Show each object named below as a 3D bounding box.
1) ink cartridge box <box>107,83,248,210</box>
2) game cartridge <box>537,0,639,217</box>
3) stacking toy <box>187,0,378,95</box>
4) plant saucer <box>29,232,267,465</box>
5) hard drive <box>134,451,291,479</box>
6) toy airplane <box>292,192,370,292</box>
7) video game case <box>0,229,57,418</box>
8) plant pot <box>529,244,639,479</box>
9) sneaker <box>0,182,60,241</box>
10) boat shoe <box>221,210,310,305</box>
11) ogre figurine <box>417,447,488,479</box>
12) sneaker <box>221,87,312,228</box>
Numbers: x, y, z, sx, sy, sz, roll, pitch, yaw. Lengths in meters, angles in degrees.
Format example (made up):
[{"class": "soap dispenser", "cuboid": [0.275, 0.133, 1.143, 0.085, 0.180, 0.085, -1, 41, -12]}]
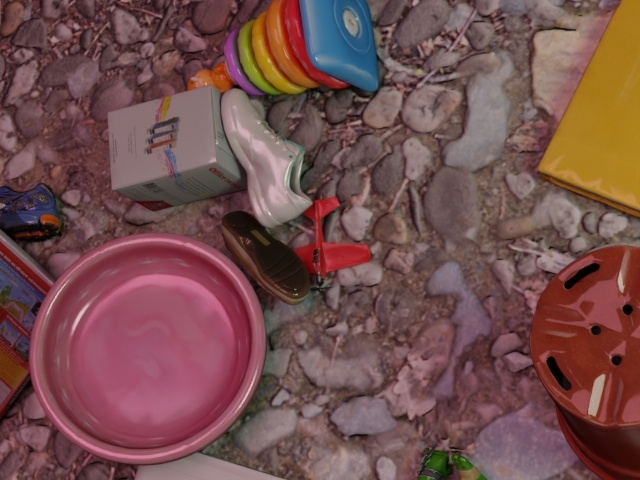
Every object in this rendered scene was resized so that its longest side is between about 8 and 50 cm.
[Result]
[{"class": "ink cartridge box", "cuboid": [-0.204, -0.133, 1.825, 0.176, 0.128, 0.127, -11, 71, 19]}, {"class": "game cartridge", "cuboid": [0.476, -0.176, 1.597, 0.285, 0.053, 0.323, 25, 84, 27]}, {"class": "stacking toy", "cuboid": [-0.075, -0.268, 1.815, 0.302, 0.175, 0.165, -18, 72, 32]}, {"class": "plant saucer", "cuboid": [-0.238, 0.155, 1.745, 0.332, 0.084, 0.332, -2, 69, 4]}, {"class": "hard drive", "cuboid": [-0.186, 0.471, 1.696, 0.233, 0.047, 0.353, 12, 80, 26]}, {"class": "toy airplane", "cuboid": [0.000, 0.000, 1.757, 0.151, 0.028, 0.151, -7, 73, 23]}, {"class": "video game case", "cuboid": [-0.517, 0.146, 1.898, 0.204, 0.025, 0.285, 40, 100, 14]}, {"class": "plant pot", "cuboid": [0.370, 0.138, 1.417, 0.272, 0.265, 0.272, -9, 67, 22]}, {"class": "sneaker", "cuboid": [-0.511, -0.041, 1.967, 0.221, 0.083, 0.087, -4, 65, 14]}, {"class": "boat shoe", "cuboid": [-0.078, 0.037, 1.762, 0.068, 0.072, 0.190, -16, 46, -29]}, {"class": "ogre figurine", "cuboid": [0.189, 0.352, 1.548, 0.197, 0.097, 0.118, 34, 72, 12]}, {"class": "sneaker", "cuboid": [-0.070, -0.129, 1.773, 0.094, 0.080, 0.212, -24, 82, 22]}]
